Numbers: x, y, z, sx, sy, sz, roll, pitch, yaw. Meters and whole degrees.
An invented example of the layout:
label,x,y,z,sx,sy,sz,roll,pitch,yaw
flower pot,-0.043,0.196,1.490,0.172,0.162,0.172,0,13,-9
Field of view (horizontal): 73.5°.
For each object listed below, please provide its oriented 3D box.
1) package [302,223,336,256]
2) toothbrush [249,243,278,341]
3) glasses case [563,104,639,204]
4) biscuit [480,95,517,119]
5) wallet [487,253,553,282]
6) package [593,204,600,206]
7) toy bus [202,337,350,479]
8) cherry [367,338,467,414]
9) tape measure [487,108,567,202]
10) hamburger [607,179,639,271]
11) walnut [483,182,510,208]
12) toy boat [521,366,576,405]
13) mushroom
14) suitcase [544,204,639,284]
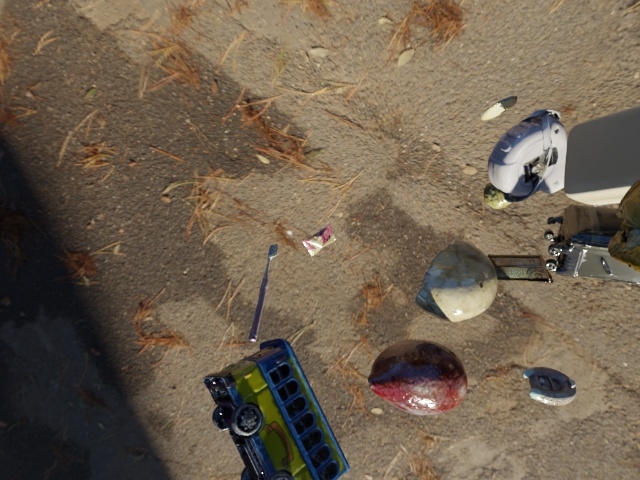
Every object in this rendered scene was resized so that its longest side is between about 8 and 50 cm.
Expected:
label,x,y,z,sx,sy,sz,roll,pitch,yaw
package,0.000,0.000,1.088,0.083,0.029,0.059,-36,128,-11
toothbrush,-0.177,0.154,1.367,0.029,0.353,0.024,-22,134,35
glasses case,0.543,-0.142,0.636,0.076,0.337,0.143,13,83,-25
biscuit,0.705,-0.520,1.690,0.152,0.152,0.020,-25,78,13
wallet,0.808,0.115,1.752,0.039,0.243,0.132,-36,107,-27
package,1.073,-0.148,1.596,0.110,0.015,0.037,-8,126,50
toy bus,-0.089,0.354,0.827,0.138,0.175,0.287,-29,86,55
cherry,0.263,0.372,1.170,0.301,0.230,0.202,8,81,-24
tape measure,0.521,-0.201,1.081,0.197,0.120,0.236,-29,128,-1
hamburger,0.403,-0.008,0.436,0.177,0.186,0.113,27,116,32
walnut,0.546,-0.141,1.318,0.092,0.092,0.091,2,101,9
toy boat,0.937,0.581,1.732,0.228,0.155,0.085,13,134,-14
mushroom,0.398,0.133,1.225,0.189,0.254,0.195,32,150,25
suitcase,0.990,0.011,1.413,0.435,0.283,0.194,9,123,22
